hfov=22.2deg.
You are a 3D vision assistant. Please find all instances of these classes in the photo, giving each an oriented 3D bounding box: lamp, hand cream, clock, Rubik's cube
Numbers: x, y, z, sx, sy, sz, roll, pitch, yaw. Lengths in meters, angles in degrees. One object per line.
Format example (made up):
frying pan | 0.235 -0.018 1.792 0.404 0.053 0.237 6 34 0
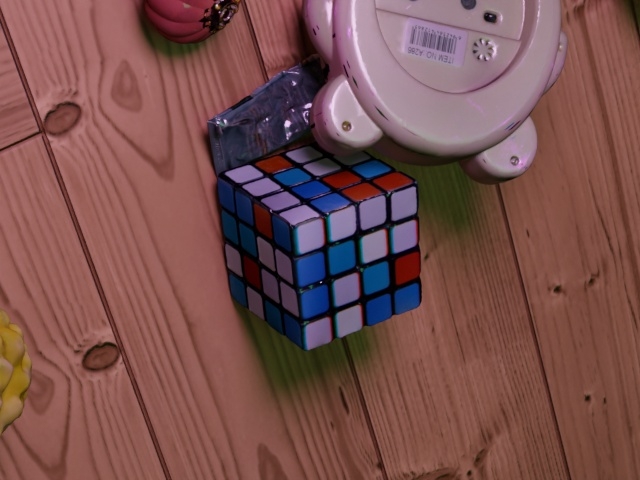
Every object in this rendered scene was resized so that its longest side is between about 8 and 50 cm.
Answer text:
lamp | -0.123 -0.244 1.597 0.107 0.092 0.107 -42 155 -25
hand cream | -0.011 -0.152 1.718 0.248 0.052 0.075 -33 117 -22
clock | 0.119 -0.224 1.673 0.284 0.114 0.309 11 81 -17
Rubik's cube | 0.000 0.000 1.693 0.155 0.154 0.151 -18 120 -27

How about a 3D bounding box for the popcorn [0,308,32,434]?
popcorn | -0.384 0.148 1.469 0.212 0.259 0.259 44 77 -8
